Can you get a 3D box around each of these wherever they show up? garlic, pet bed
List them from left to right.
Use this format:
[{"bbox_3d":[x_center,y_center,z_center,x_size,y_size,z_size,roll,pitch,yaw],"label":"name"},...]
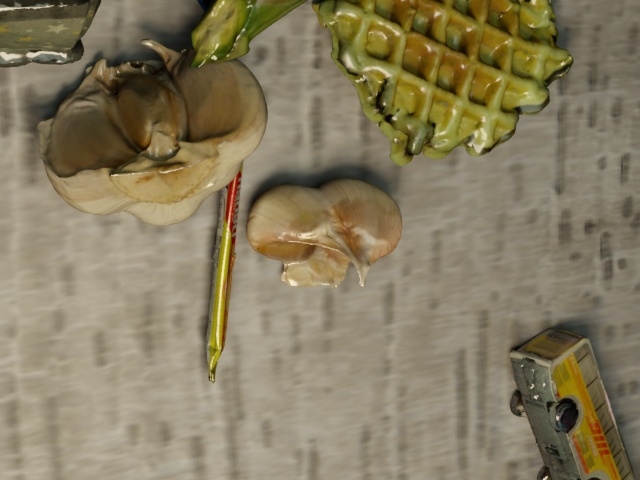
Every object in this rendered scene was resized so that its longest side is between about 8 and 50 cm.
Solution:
[{"bbox_3d":[-0.318,-0.254,1.106,0.211,0.159,0.183,-7,79,-23],"label":"pet bed"},{"bbox_3d":[-0.160,-0.098,1.214,0.230,0.178,0.142,-22,142,1],"label":"garlic"},{"bbox_3d":[0.004,-0.010,1.321,0.175,0.099,0.124,4,85,-23],"label":"garlic"}]

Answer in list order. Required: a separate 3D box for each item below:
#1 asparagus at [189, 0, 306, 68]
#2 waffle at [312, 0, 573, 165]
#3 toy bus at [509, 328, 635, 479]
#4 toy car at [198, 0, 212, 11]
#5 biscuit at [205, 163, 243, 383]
[{"bbox_3d":[-0.002,-0.287,1.203,0.343,0.082,0.085,-35,155,-17],"label":"asparagus"},{"bbox_3d":[0.138,-0.249,1.336,0.297,0.073,0.317,-31,104,-20],"label":"waffle"},{"bbox_3d":[0.324,0.244,1.516,0.106,0.092,0.268,-31,111,-24],"label":"toy bus"},{"bbox_3d":[-0.086,-0.328,1.228,0.103,0.063,0.216,-3,108,-23],"label":"toy car"},{"bbox_3d":[-0.106,0.010,1.303,0.026,0.048,0.291,7,100,5],"label":"biscuit"}]
